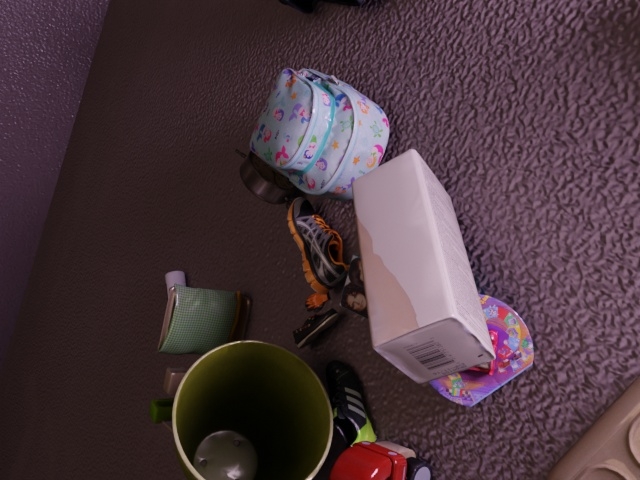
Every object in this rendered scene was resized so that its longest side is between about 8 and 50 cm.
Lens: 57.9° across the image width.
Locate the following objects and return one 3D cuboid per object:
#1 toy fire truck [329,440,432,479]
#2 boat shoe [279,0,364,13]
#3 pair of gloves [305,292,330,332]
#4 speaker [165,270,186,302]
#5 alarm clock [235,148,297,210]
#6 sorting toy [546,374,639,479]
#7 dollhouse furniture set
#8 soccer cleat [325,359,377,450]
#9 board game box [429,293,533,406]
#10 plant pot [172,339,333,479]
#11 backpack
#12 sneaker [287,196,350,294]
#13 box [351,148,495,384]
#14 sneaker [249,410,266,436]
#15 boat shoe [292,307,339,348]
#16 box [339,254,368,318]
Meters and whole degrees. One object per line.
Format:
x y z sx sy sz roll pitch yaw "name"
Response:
0.032 0.433 0.901 0.158 0.246 0.217 3 85 48 "toy fire truck"
-0.060 -0.588 1.254 0.500 0.186 0.156 24 94 42 "boat shoe"
-0.005 0.147 1.174 0.074 0.010 0.083 -28 63 41 "pair of gloves"
-0.386 0.152 1.563 0.055 0.055 0.136 -34 59 39 "speaker"
-0.101 -0.122 1.251 0.192 0.129 0.064 50 121 22 "alarm clock"
0.429 0.264 0.656 0.307 0.041 0.229 -59 41 22 "sorting toy"
-0.240 0.262 1.272 0.151 0.197 0.302 15 95 50 "dollhouse furniture set"
0.043 0.296 1.046 0.060 0.072 0.179 -47 51 32 "soccer cleat"
0.221 0.162 0.846 0.168 0.033 0.133 -40 78 15 "board game box"
-0.152 0.376 1.074 0.275 0.274 0.294 69 150 30 "plant pot"
0.000 -0.201 1.117 0.253 0.191 0.225 42 112 38 "backpack"
0.000 0.000 1.156 0.083 0.084 0.215 -33 62 24 "sneaker"
0.143 0.031 0.856 0.121 0.148 0.311 -26 43 24 "box"
-0.109 0.322 1.222 0.083 0.069 0.186 26 109 39 "sneaker"
-0.012 0.166 1.135 0.133 0.048 0.042 -44 67 41 "boat shoe"
0.143 0.103 0.981 0.244 0.060 0.101 20 97 48 "box"
